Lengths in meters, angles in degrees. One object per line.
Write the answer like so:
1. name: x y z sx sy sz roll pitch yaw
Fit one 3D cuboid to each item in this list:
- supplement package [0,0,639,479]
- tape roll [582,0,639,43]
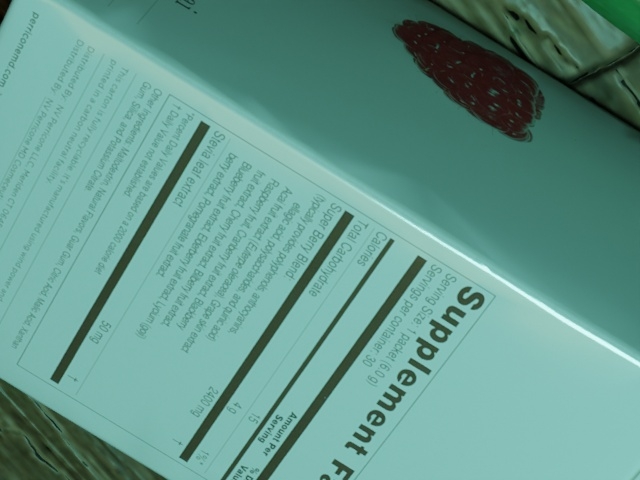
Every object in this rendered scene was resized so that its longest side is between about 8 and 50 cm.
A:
1. supplement package: 0.000 0.000 0.712 0.293 0.177 0.175 31 122 -4
2. tape roll: 0.170 -0.118 0.528 0.321 0.321 0.077 34 84 -5
